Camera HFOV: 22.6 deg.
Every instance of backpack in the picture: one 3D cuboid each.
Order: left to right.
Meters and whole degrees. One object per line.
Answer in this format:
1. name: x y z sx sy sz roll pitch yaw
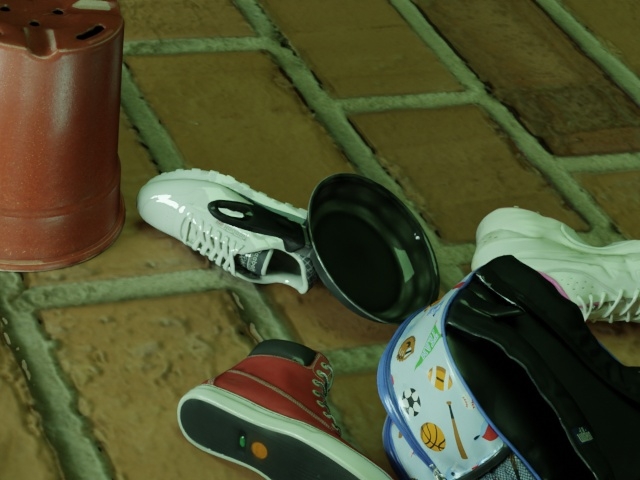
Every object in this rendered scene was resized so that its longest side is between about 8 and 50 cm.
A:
1. backpack: 0.184 0.161 1.542 0.263 0.213 0.276 56 34 -3

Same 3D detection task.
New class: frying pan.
1. frying pan: 0.015 0.025 1.782 0.326 0.053 0.197 -16 74 -49

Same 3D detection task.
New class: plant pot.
1. plant pot: -0.335 -0.151 1.789 0.272 0.265 0.272 10 35 -7

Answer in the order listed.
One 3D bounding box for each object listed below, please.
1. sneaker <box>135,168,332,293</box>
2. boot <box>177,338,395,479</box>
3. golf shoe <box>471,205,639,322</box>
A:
1. sneaker: -0.105 -0.009 1.837 0.235 0.090 0.095 16 44 5
2. boot: 0.004 0.181 1.603 0.244 0.088 0.176 27 35 24
3. golf shoe: 0.322 0.062 1.881 0.306 0.115 0.140 13 44 10
